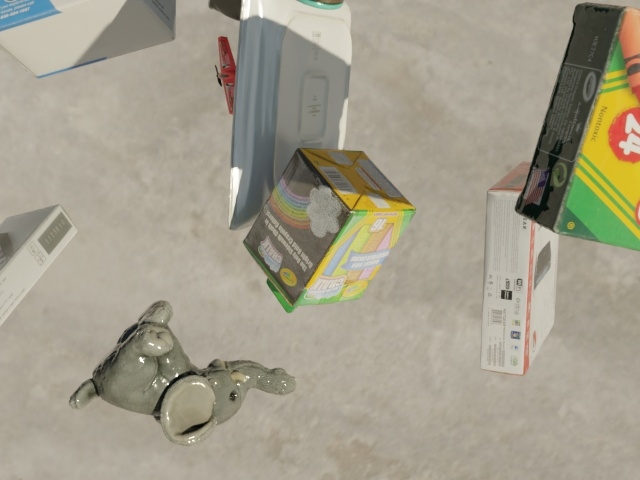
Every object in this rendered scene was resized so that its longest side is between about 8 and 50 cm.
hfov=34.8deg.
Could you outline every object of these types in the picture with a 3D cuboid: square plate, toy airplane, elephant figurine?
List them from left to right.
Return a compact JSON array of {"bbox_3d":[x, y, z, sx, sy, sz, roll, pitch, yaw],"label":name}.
[{"bbox_3d":[-0.188,0.214,1.456,0.239,0.186,0.169,44,29,-11],"label":"elephant figurine"},{"bbox_3d":[-0.155,-0.314,1.921,0.028,0.151,0.151,-17,66,-35],"label":"toy airplane"},{"bbox_3d":[-0.030,-0.200,1.512,0.049,0.343,0.347,9,11,22],"label":"square plate"}]

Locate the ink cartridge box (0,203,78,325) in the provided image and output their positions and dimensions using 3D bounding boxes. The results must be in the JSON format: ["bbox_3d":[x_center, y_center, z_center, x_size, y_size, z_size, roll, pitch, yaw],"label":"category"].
[{"bbox_3d":[-0.520,0.066,1.512,0.060,0.239,0.275,61,37,-28],"label":"ink cartridge box"}]

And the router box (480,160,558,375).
[{"bbox_3d":[0.377,0.040,1.903,0.082,0.335,0.301,6,17,22],"label":"router box"}]

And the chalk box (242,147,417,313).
[{"bbox_3d":[0.000,0.000,1.351,0.132,0.213,0.132,-4,45,-46],"label":"chalk box"}]

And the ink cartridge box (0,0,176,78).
[{"bbox_3d":[-0.412,-0.517,1.785,0.286,0.166,0.394,-12,64,17],"label":"ink cartridge box"}]

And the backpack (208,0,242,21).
[{"bbox_3d":[-0.120,-0.540,1.823,0.191,0.225,0.253,29,72,-2],"label":"backpack"}]

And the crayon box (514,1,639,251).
[{"bbox_3d":[0.360,-0.081,0.946,0.319,0.202,0.081,10,12,-20],"label":"crayon box"}]

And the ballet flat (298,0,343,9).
[{"bbox_3d":[-0.071,-0.261,0.800,0.247,0.087,0.083,27,28,22],"label":"ballet flat"}]
